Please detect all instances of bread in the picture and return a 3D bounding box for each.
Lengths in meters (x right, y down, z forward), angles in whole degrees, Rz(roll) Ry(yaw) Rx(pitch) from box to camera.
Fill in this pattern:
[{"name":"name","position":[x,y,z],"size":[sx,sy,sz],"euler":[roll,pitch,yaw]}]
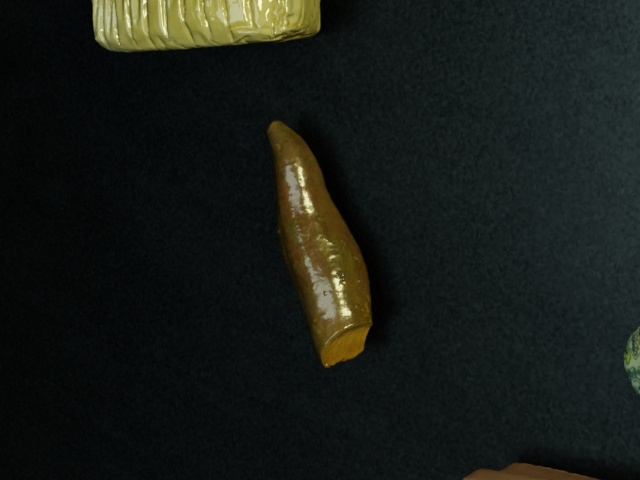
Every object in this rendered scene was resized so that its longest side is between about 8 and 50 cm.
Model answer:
[{"name":"bread","position":[-0.110,-0.237,1.785],"size":[0.236,0.140,0.106],"euler":[1,96,34]}]

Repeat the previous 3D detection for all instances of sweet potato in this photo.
[{"name":"sweet potato","position":[0.000,0.000,1.799],"size":[0.077,0.077,0.243],"euler":[-22,77,38]}]

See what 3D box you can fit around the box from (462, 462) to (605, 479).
[{"name":"box","position":[0.236,0.319,1.675],"size":[0.215,0.086,0.215],"euler":[6,102,36]}]

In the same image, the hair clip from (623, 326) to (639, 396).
[{"name":"hair clip","position":[0.336,0.169,1.600],"size":[0.229,0.036,0.066],"euler":[50,130,18]}]
